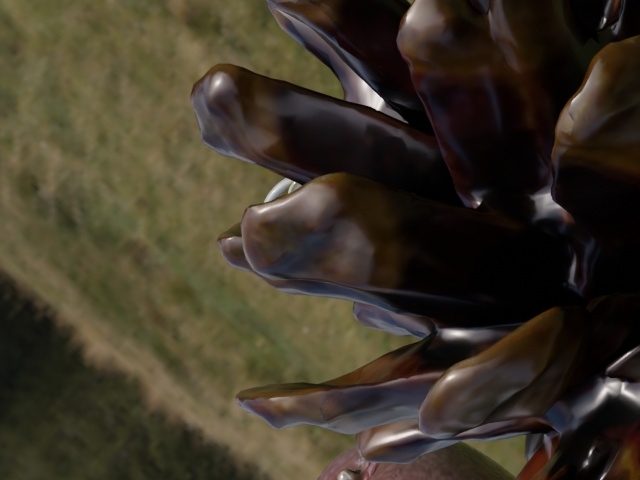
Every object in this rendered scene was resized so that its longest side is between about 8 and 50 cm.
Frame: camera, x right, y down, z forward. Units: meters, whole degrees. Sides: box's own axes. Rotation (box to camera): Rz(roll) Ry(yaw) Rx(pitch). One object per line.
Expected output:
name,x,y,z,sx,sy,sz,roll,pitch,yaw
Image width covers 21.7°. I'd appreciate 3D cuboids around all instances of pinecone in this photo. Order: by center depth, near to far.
pinecone,0.059,-0.011,0.485,0.201,0.202,0.229,59,-167,-13

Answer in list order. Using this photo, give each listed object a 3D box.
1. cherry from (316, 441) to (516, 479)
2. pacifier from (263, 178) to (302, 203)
cherry,0.109,0.296,1.547,0.307,0.221,0.261,22,175,-17
pacifier,0.000,0.000,0.906,0.068,0.083,0.064,19,-152,-9
